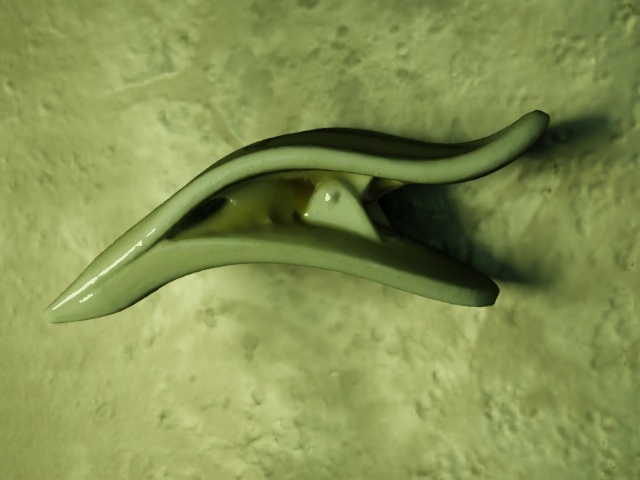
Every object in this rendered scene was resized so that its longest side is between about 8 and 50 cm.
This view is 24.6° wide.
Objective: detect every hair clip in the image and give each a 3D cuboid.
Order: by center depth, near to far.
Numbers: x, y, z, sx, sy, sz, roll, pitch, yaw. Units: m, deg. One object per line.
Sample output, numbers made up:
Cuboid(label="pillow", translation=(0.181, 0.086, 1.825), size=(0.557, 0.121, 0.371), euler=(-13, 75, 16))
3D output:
Cuboid(label="hair clip", translation=(-0.007, -0.018, 0.870), size=(0.282, 0.172, 0.113), euler=(0, 98, 10))
